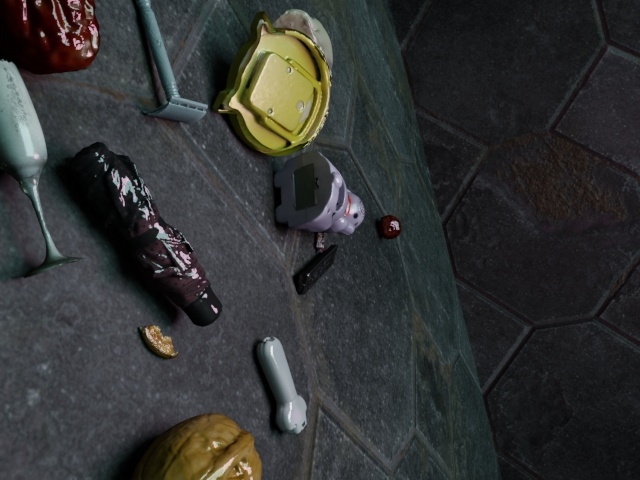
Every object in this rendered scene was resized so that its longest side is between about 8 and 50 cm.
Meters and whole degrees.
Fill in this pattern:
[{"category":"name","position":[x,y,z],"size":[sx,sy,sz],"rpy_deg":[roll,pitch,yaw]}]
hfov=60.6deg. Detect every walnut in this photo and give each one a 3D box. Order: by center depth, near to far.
[{"category":"walnut","position":[-0.165,0.324,0.746],"size":[0.207,0.159,0.159],"rpy_deg":[-22,98,-61]}]

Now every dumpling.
[{"category":"dumpling","position":[-0.068,-0.459,1.349],"size":[0.258,0.193,0.146],"rpy_deg":[66,15,-65]}]

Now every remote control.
[{"category":"remote control","position":[-0.003,0.069,1.393],"size":[0.245,0.025,0.063],"rpy_deg":[-40,143,-65]}]

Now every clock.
[{"category":"clock","position":[-0.099,-0.334,1.233],"size":[0.293,0.071,0.277],"rpy_deg":[35,82,-47]},{"category":"clock","position":[0.016,-0.089,1.353],"size":[0.254,0.189,0.188],"rpy_deg":[29,51,-58]}]

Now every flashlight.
[{"category":"flashlight","position":[-0.081,0.288,1.092],"size":[0.093,0.048,0.200],"rpy_deg":[-33,106,-66]}]

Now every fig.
[{"category":"fig","position":[0.247,-0.054,2.003],"size":[0.125,0.089,0.088],"rpy_deg":[-105,175,-76]}]

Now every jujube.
[{"category":"jujube","position":[-0.360,-0.317,0.666],"size":[0.155,0.155,0.230],"rpy_deg":[-58,140,-59]}]

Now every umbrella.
[{"category":"umbrella","position":[-0.248,0.002,0.807],"size":[0.090,0.094,0.326],"rpy_deg":[-48,124,-31]}]

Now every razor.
[{"category":"razor","position":[-0.281,-0.324,0.961],"size":[0.106,0.068,0.231],"rpy_deg":[-12,84,-68]}]

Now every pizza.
[{"category":"pizza","position":[-0.244,0.154,0.829],"size":[0.083,0.016,0.037],"rpy_deg":[53,33,-36]}]

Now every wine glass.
[{"category":"wine glass","position":[-0.353,-0.089,0.650],"size":[0.074,0.074,0.262],"rpy_deg":[-21,95,-67]}]

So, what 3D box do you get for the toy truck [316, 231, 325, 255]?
[{"category":"toy truck","position":[0.000,0.000,1.459],"size":[0.032,0.024,0.083],"rpy_deg":[90,2,-53]}]
